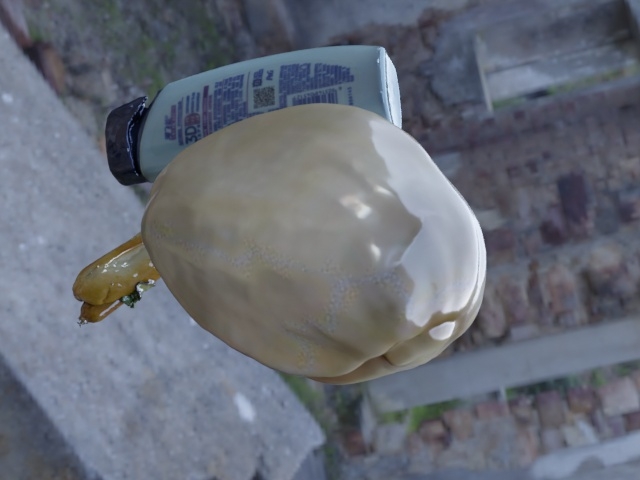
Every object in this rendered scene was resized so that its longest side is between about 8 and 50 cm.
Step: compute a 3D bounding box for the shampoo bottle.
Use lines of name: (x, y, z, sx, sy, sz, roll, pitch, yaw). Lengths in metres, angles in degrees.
shampoo bottle: (-0.086, -0.156, 1.464, 0.078, 0.359, 0.134, 45, 38, -62)

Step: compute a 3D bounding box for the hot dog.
hot dog: (-0.185, 0.010, 1.444, 0.072, 0.269, 0.109, 55, -7, -5)

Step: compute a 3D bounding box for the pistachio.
pistachio: (0.000, 0.000, 0.658, 0.117, 0.200, 0.145, 21, 89, -53)
